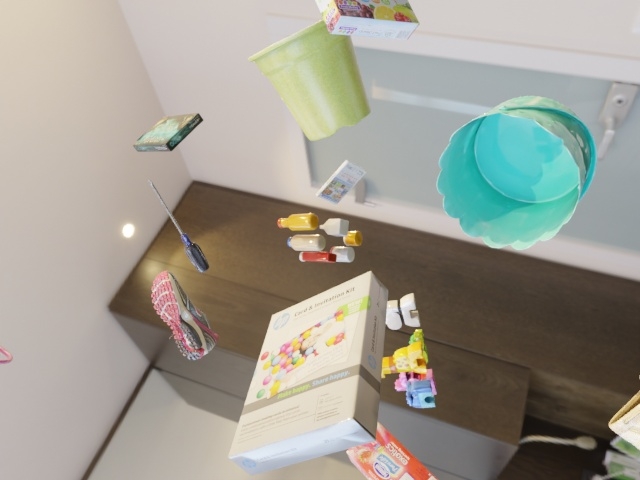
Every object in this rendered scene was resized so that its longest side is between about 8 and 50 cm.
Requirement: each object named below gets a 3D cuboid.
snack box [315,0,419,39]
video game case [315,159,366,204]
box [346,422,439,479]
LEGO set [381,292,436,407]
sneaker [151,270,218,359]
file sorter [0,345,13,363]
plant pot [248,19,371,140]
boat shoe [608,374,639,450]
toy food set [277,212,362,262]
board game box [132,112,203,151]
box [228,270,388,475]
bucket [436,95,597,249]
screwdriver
[{"bbox_3d":[0.062,-0.341,0.764,0.141,0.100,0.037,-9,-22,-32],"label":"snack box"},{"bbox_3d":[0.054,-0.149,1.383,0.122,0.011,0.087,-47,-35,18],"label":"video game case"},{"bbox_3d":[0.210,0.656,1.507,0.128,0.257,0.122,-41,-33,-19],"label":"box"},{"bbox_3d":[0.130,0.205,0.886,0.087,0.093,0.227,-79,-25,-55],"label":"LEGO set"},{"bbox_3d":[-0.441,0.234,1.724,0.112,0.121,0.298,-31,-84,-53],"label":"sneaker"},{"bbox_3d":[-0.667,0.274,0.847,0.290,0.202,0.182,-65,-27,-3],"label":"file sorter"},{"bbox_3d":[-0.002,-0.402,1.348,0.253,0.276,0.276,64,-148,-19],"label":"plant pot"},{"bbox_3d":[0.765,0.323,1.186,0.302,0.098,0.109,-58,-19,8],"label":"boat shoe"},{"bbox_3d":[0.000,0.000,1.342,0.232,0.105,0.111,12,-99,-53],"label":"toy food set"},{"bbox_3d":[-0.397,-0.279,1.384,0.126,0.186,0.026,-53,-52,-25],"label":"board game box"},{"bbox_3d":[-0.005,0.127,0.538,0.038,0.145,0.186,50,-149,-23],"label":"box"},{"bbox_3d":[0.387,-0.141,1.046,0.183,0.281,0.280,-41,-36,-43],"label":"bucket"},{"bbox_3d":[-0.214,-0.022,0.812,0.025,0.024,0.169,-47,-55,-43],"label":"screwdriver"}]
